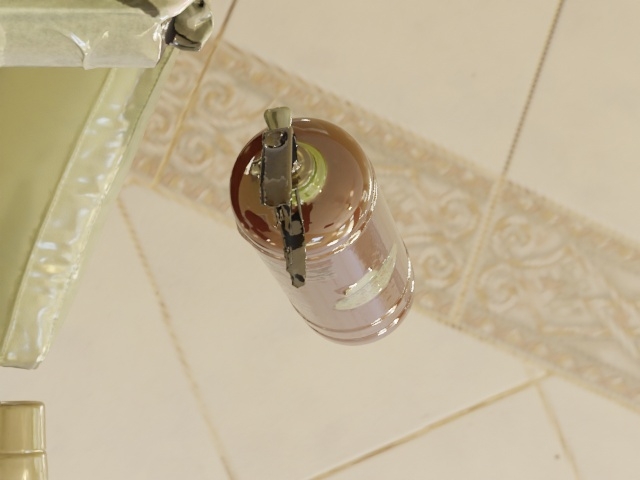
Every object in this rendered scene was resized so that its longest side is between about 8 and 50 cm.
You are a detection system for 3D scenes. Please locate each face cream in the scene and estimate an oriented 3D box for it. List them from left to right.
[{"bbox_3d":[-0.349,0.351,1.712,0.137,0.084,0.341,2,85,-36],"label":"face cream"}]

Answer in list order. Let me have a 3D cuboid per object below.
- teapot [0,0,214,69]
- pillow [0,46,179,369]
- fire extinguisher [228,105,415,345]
[{"bbox_3d":[-0.145,-0.170,0.756,0.178,0.163,0.221,-10,81,-7],"label":"teapot"},{"bbox_3d":[-0.209,-0.093,1.141,0.120,0.255,0.322,15,107,-35],"label":"pillow"},{"bbox_3d":[0.000,0.000,1.091,0.102,0.344,0.138,-9,70,8],"label":"fire extinguisher"}]
